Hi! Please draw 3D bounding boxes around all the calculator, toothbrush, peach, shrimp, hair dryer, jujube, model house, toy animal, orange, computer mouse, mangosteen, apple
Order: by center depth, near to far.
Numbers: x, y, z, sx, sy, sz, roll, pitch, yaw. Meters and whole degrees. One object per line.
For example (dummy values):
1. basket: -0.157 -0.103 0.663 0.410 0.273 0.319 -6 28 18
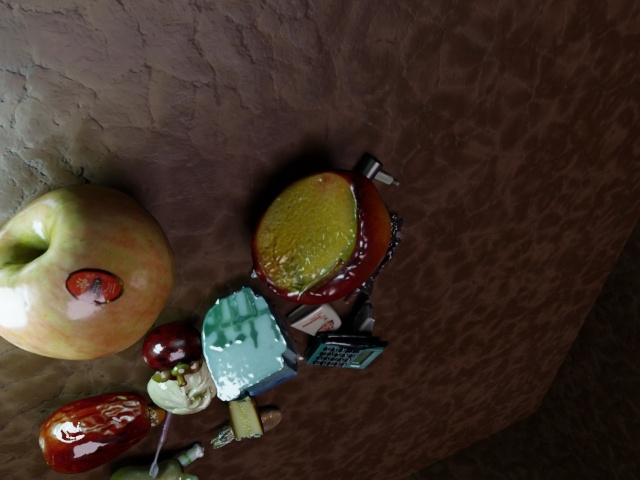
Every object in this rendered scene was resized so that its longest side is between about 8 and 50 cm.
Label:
1. apple: -0.518 0.071 1.134 0.391 0.391 0.346 -36 145 0
2. peach: 0.015 -0.010 1.425 0.406 0.335 0.310 -51 161 10
3. mangosteen: -0.444 0.347 1.547 0.199 0.200 0.200 -17 134 -19
4. hair dryer: 0.186 -0.193 1.578 0.197 0.057 0.100 13 121 -45
5. jujube: -0.707 0.600 1.609 0.317 0.223 0.223 -13 133 -32
6. model house: -0.200 0.340 1.655 0.251 0.295 0.329 -31 159 6
7. orange: -0.588 0.622 1.794 0.086 0.062 0.086 -19 137 -18
8. toothbrush: -0.562 0.702 1.830 0.024 0.029 0.354 5 107 -49
9. calculator: 0.090 0.427 1.944 0.273 0.058 0.248 8 145 -15
10. computer mouse: 0.158 0.308 1.948 0.071 0.126 0.231 0 134 -6
11. toy animal: -0.618 0.926 1.954 0.362 0.181 0.180 0 124 -32
12. shrimp: -0.303 0.782 2.102 0.317 0.077 0.168 -14 136 -25

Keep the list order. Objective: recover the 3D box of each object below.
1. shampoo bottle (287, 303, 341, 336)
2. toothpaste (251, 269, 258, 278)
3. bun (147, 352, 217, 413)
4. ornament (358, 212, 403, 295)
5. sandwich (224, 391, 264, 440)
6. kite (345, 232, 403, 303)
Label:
1. shampoo bottle: 0.008 0.317 1.889 0.153 0.071 0.284 -36 135 3
2. toothpaste: -0.103 0.093 1.648 0.247 0.047 0.078 4 120 -31
3. bun: -0.444 0.485 1.695 0.259 0.160 0.259 -16 134 -17
4. ornament: 0.186 0.032 1.729 0.260 0.106 0.251 -44 140 -9
5. sandwich: -0.295 0.646 1.950 0.122 0.128 0.236 -15 126 -16
6. kite: 0.151 0.087 1.816 0.204 0.022 0.360 14 117 -37
